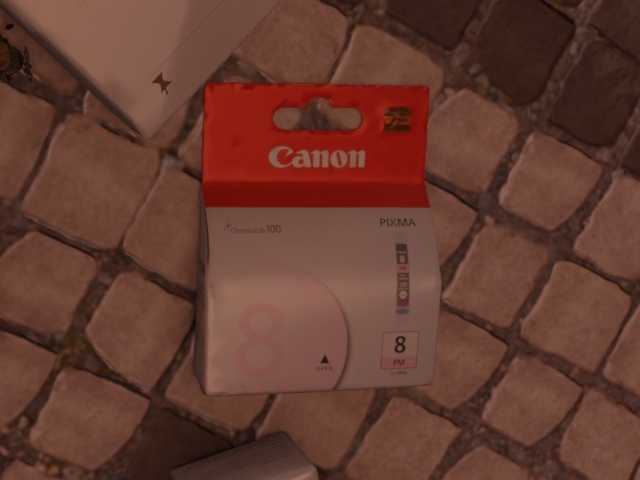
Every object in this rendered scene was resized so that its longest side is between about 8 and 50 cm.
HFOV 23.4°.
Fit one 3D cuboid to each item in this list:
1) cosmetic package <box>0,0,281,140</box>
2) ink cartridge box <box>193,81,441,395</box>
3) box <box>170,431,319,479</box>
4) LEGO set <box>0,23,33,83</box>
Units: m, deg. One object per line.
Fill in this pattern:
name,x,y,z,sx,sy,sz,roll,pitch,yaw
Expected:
cosmetic package,-0.097,-0.303,1.063,0.377,0.097,0.284,-47,109,-4
ink cartridge box,0.000,0.000,1.185,0.189,0.066,0.232,-1,106,-17
box,-0.050,0.220,1.198,0.101,0.087,0.102,-18,106,-13
LEGO set,-0.239,-0.137,1.097,0.054,0.023,0.083,-39,97,-9
